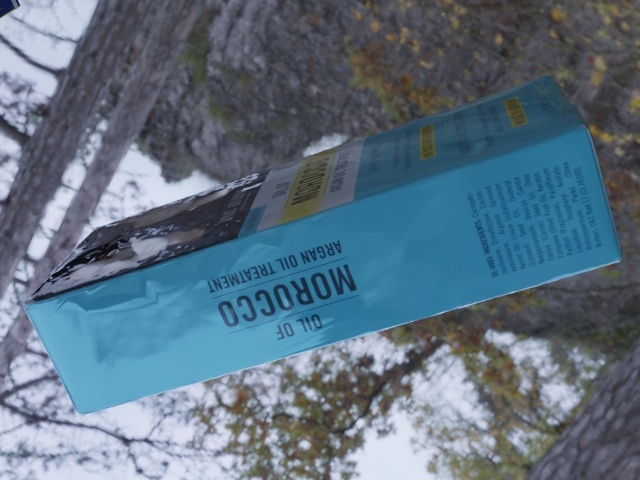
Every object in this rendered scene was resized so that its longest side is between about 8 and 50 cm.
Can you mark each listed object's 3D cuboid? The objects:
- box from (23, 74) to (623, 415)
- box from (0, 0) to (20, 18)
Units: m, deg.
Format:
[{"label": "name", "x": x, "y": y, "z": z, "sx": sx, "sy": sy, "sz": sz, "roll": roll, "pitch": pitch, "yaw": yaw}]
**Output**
[{"label": "box", "x": 0.000, "y": 0.000, "z": 0.409, "sx": 0.100, "sy": 0.244, "sz": 0.060, "roll": -76, "pitch": -33, "yaw": -68}, {"label": "box", "x": -0.372, "y": -0.208, "z": 0.838, "sx": 0.054, "sy": 0.059, "sz": 0.169, "roll": 30, "pitch": -120, "yaw": 36}]
